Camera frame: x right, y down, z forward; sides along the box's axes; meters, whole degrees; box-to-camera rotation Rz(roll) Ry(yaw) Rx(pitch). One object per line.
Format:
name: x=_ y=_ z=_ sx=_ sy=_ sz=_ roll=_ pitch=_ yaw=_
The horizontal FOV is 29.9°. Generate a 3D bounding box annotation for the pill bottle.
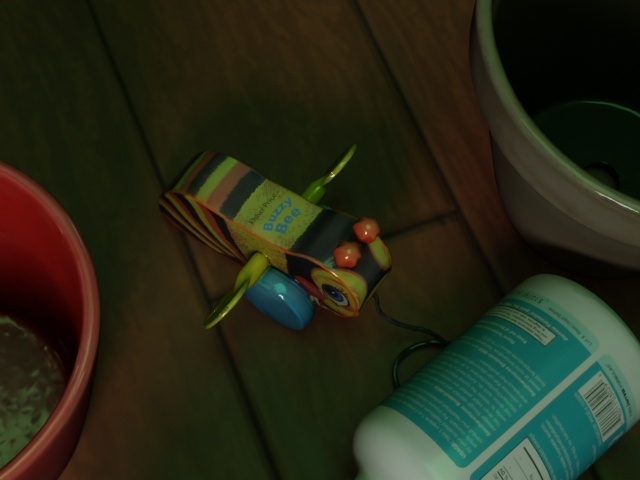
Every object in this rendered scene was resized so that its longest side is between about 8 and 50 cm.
pill bottle: x=0.127 y=0.156 z=0.948 sx=0.264 sy=0.146 sz=0.146 roll=-37 pitch=75 yaw=-17

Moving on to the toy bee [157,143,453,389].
toy bee: x=0.000 y=0.000 z=0.997 sx=0.298 sy=0.162 sz=0.195 roll=14 pitch=66 yaw=2

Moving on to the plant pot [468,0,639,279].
plant pot: x=0.263 y=-0.104 z=0.991 sx=0.323 sy=0.280 sz=0.323 roll=2 pitch=68 yaw=-4

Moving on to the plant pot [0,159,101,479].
plant pot: x=-0.289 y=0.099 z=0.891 sx=0.274 sy=0.243 sz=0.275 roll=1 pitch=68 yaw=-4
